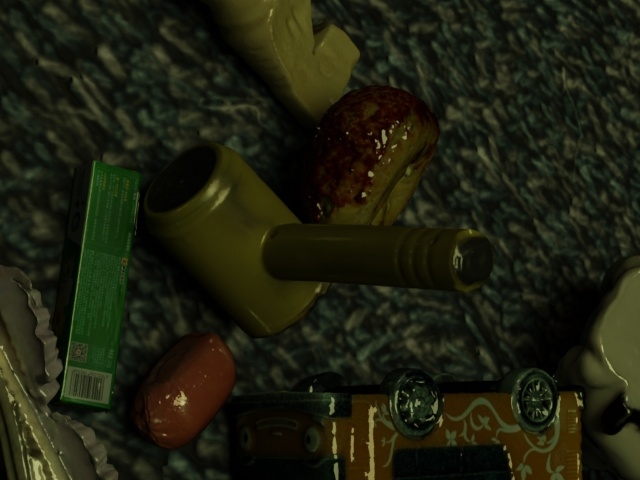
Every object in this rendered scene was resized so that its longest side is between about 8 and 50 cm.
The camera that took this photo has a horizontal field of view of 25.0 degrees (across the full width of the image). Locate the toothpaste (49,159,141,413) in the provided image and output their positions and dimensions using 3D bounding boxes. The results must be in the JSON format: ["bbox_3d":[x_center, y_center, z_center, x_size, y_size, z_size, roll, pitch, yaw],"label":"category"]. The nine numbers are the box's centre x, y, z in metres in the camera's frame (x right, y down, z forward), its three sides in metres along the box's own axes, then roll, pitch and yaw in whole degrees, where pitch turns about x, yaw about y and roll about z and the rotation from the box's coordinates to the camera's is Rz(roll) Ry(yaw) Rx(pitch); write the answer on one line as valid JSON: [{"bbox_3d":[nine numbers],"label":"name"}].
[{"bbox_3d":[-0.164,0.034,1.039,0.043,0.037,0.179,14,74,-31],"label":"toothpaste"}]

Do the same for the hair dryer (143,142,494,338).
[{"bbox_3d":[0.000,0.000,1.002,0.135,0.278,0.090,50,61,-31],"label":"hair dryer"}]

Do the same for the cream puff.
[{"bbox_3d":[0.030,-0.059,1.146,0.084,0.149,0.149,32,57,16],"label":"cream puff"}]

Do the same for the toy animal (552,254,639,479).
[{"bbox_3d":[0.303,0.131,1.298,0.208,0.156,0.204,36,65,-8],"label":"toy animal"}]

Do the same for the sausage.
[{"bbox_3d":[-0.102,0.109,1.057,0.094,0.059,0.054,-49,133,-34],"label":"sausage"}]

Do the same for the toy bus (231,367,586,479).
[{"bbox_3d":[0.072,0.184,1.129,0.275,0.138,0.167,5,81,-38],"label":"toy bus"}]

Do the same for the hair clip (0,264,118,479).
[{"bbox_3d":[-0.200,0.125,0.953,0.084,0.106,0.292,-22,92,-50],"label":"hair clip"}]

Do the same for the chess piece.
[{"bbox_3d":[-0.043,-0.179,1.146,0.200,0.090,0.090,48,57,-33],"label":"chess piece"}]
